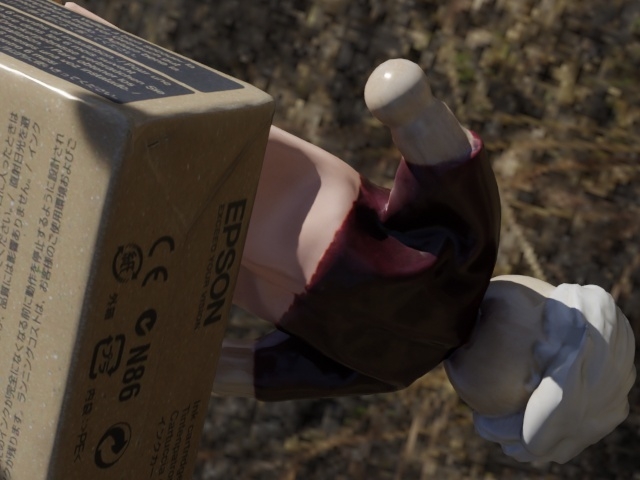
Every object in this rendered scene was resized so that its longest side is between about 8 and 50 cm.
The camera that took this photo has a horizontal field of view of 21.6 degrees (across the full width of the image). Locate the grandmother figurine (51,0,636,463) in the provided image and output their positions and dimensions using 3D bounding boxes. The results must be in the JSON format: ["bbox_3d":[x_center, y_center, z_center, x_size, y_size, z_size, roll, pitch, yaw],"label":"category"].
[{"bbox_3d":[0.000,0.000,0.763,0.208,0.342,0.104,-49,19,44],"label":"grandmother figurine"}]

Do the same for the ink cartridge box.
[{"bbox_3d":[-0.135,0.029,0.596,0.193,0.088,0.235,26,113,28],"label":"ink cartridge box"}]
